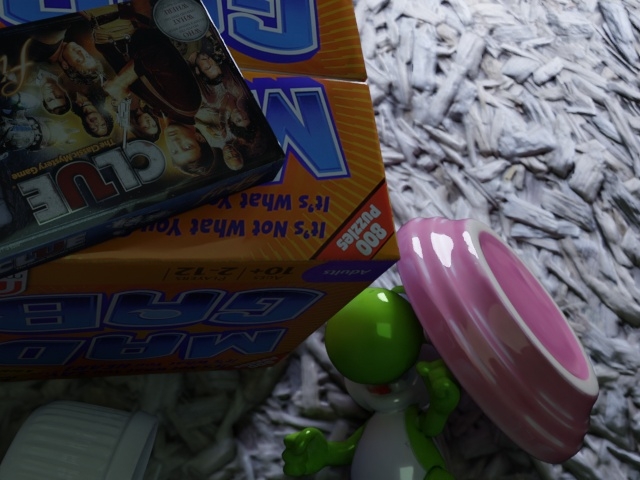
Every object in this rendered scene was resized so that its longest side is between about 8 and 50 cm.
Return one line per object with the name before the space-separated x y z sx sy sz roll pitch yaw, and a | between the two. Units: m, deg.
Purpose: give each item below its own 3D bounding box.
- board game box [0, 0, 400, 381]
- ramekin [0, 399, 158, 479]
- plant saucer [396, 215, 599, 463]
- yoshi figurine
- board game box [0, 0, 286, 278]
board game box | -0.180 -0.079 0.809 0.356 0.356 0.356 0 67 -22
ramekin | -0.233 0.245 0.733 0.109 0.207 0.207 19 61 -4
plant saucer | 0.221 0.097 0.952 0.332 0.084 0.332 42 23 -22
yoshi figurine | 0.068 0.204 0.884 0.203 0.203 0.362 4 62 -14
board game box | -0.166 -0.084 0.582 0.243 0.042 0.165 -23 79 -29
